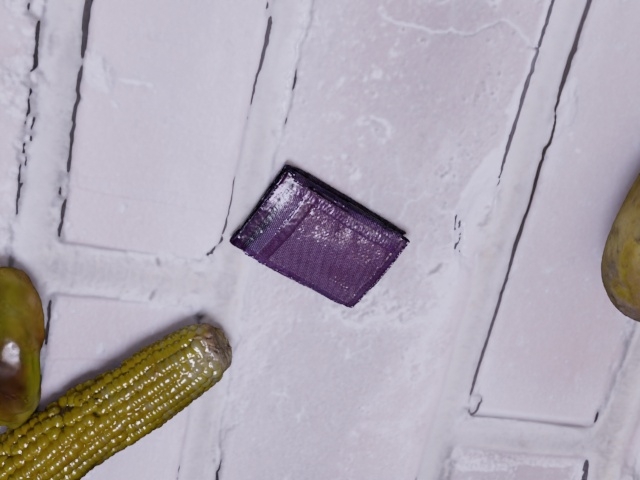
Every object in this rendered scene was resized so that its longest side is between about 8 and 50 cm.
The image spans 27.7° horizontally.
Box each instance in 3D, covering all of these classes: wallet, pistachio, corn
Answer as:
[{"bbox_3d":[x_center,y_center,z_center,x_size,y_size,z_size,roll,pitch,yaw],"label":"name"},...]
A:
[{"bbox_3d":[0.000,0.001,1.386,0.166,0.030,0.111,29,109,-22],"label":"wallet"},{"bbox_3d":[-0.345,0.119,1.356,0.110,0.100,0.189,5,117,-10],"label":"pistachio"},{"bbox_3d":[-0.238,0.194,1.420,0.320,0.097,0.097,-33,117,7],"label":"corn"}]

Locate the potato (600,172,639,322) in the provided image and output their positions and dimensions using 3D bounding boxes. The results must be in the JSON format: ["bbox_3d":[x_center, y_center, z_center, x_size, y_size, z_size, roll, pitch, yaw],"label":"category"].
[{"bbox_3d":[0.415,-0.010,1.353,0.229,0.229,0.266,28,114,-21],"label":"potato"}]
